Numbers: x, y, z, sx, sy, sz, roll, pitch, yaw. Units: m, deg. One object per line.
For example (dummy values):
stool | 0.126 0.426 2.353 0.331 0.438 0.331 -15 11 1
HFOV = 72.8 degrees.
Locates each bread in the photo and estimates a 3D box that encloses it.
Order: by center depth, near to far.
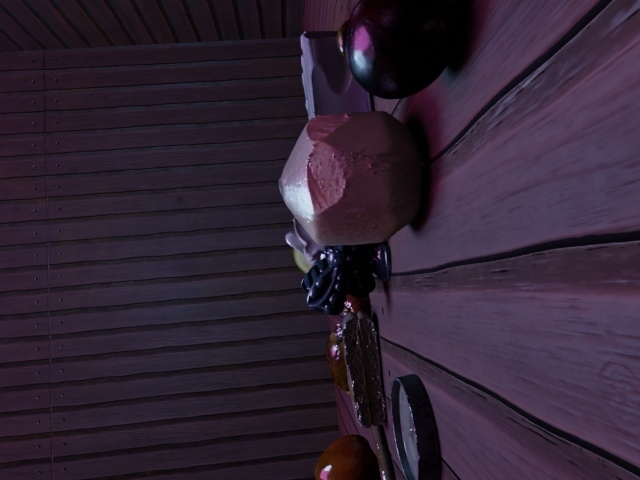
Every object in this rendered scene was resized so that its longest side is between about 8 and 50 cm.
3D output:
bread | 0.128 0.383 1.324 0.183 0.102 0.337 83 180 -86

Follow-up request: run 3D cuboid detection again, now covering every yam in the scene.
yam | 0.184 0.653 1.210 0.045 0.045 0.327 51 -163 -31

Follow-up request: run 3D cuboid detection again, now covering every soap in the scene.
soap | 0.037 -0.415 1.236 0.261 0.156 0.446 92 172 -58

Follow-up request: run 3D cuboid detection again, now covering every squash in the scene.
squash | 0.000 0.000 1.603 0.289 0.111 0.203 -53 -41 -50

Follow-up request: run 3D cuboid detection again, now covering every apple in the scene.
apple | 0.094 0.727 1.350 0.234 0.234 0.234 175 90 -86

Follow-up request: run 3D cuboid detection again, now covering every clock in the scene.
clock | 0.185 0.381 0.872 0.215 0.042 0.215 176 90 -86

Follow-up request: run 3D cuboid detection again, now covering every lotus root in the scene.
lotus root | 0.093 0.415 1.510 0.169 0.141 0.314 -93 -1 -74

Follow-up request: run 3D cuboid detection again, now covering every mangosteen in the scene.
mangosteen | 0.095 -0.263 0.564 0.152 0.152 0.153 175 90 -86

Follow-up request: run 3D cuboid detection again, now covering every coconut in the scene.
coconut | 0.046 -0.114 0.792 0.245 0.247 0.245 176 90 -87

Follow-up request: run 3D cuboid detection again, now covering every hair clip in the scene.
hair clip | 0.062 0.033 1.102 0.194 0.206 0.310 -116 25 -64

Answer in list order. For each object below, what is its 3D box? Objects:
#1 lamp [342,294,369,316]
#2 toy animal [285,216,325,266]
lamp | 0.112 0.218 1.398 0.101 0.090 0.101 26 127 39
toy animal | 0.038 0.026 1.360 0.265 0.271 0.206 68 -141 -58
